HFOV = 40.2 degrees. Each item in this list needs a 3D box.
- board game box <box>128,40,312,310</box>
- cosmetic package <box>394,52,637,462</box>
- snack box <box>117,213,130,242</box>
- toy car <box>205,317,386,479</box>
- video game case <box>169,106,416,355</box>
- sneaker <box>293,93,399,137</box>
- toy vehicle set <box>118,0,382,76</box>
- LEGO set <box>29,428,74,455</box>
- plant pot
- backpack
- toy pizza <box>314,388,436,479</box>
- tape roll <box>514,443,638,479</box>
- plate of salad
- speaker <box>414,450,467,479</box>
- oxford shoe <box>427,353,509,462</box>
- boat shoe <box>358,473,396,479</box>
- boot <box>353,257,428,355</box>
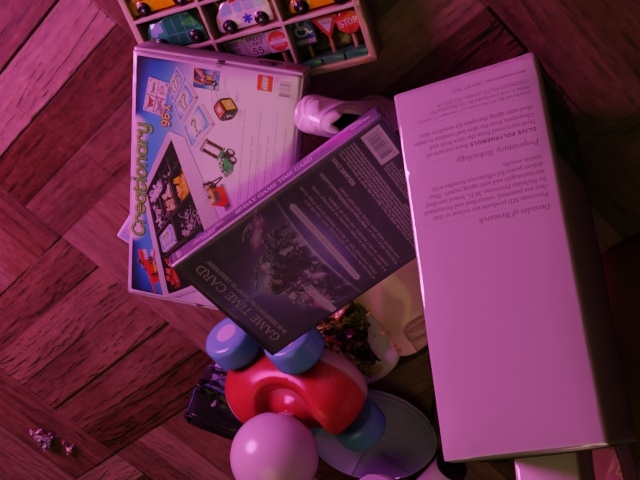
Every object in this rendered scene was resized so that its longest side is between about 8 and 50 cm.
[{"bbox_3d":[-0.123,-0.064,1.018,0.193,0.053,0.305,11,114,8],"label":"board game box"},{"bbox_3d":[0.195,0.030,0.878,0.155,0.365,0.197,-14,165,23],"label":"cosmetic package"},{"bbox_3d":[-0.188,0.016,1.204,0.178,0.022,0.064,33,128,-10],"label":"snack box"},{"bbox_3d":[-0.065,0.255,1.149,0.210,0.238,0.219,-3,135,38],"label":"toy car"},{"bbox_3d":[0.000,0.000,0.974,0.274,0.026,0.196,-35,130,9],"label":"video game case"},{"bbox_3d":[0.045,-0.129,0.963,0.061,0.152,0.053,28,117,44],"label":"sneaker"},{"bbox_3d":[-0.081,-0.250,0.967,0.267,0.035,0.166,-10,123,21],"label":"toy vehicle set"},{"bbox_3d":[-0.475,0.357,1.535,0.083,0.023,0.054,14,128,5],"label":"LEGO set"},{"bbox_3d":[0.422,0.151,0.998,0.237,0.254,0.237,7,127,9],"label":"plant pot"},{"bbox_3d":[-0.133,0.243,1.320,0.114,0.084,0.105,25,130,2],"label":"backpack"},{"bbox_3d":[0.077,0.292,1.335,0.201,0.032,0.201,6,127,9],"label":"toy pizza"},{"bbox_3d":[0.327,0.320,1.063,0.072,0.392,0.392,-15,121,25],"label":"tape roll"},{"bbox_3d":[0.015,0.141,1.229,0.200,0.048,0.199,7,127,9],"label":"plate of salad"},{"bbox_3d":[0.173,0.385,1.365,0.055,0.055,0.136,26,128,-5],"label":"speaker"},{"bbox_3d":[0.188,0.237,1.234,0.096,0.083,0.227,-11,122,27],"label":"oxford shoe"},{"bbox_3d":[0.094,0.415,1.369,0.076,0.080,0.228,-1,152,-22],"label":"boat shoe"},{"bbox_3d":[0.044,0.063,1.115,0.262,0.095,0.203,-26,104,23],"label":"boot"}]
